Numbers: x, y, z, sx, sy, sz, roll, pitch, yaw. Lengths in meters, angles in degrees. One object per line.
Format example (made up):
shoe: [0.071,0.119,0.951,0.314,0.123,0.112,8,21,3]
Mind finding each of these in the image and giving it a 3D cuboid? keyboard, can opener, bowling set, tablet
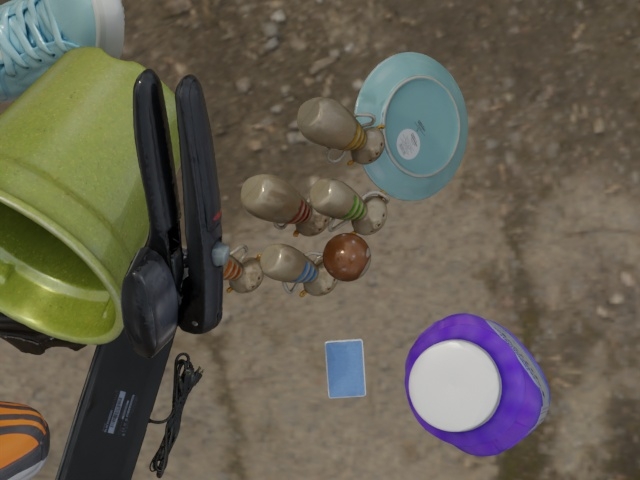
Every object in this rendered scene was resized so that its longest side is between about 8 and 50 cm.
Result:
keyboard: [-0.250,0.232,1.746,0.201,0.033,0.317,26,78,-49]
can opener: [-0.081,-0.016,0.775,0.059,0.073,0.186,9,124,4]
bowling set: [0.000,0.000,1.533,0.287,0.200,0.154,-48,147,13]
tablet: [0.035,0.180,1.857,0.054,0.006,0.083,-4,100,1]

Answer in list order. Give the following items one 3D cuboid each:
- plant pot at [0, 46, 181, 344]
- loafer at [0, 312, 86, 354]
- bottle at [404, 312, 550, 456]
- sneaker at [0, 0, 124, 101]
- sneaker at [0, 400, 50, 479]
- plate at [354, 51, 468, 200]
plant pot: [-0.279,-0.067,1.475,0.276,0.276,0.254,42,57,-20]
loafer: [-0.368,0.111,1.670,0.220,0.080,0.078,11,113,-44]
bottle: [0.126,0.117,1.084,0.092,0.283,0.118,-40,77,6]
sneaker: [-0.359,-0.235,1.612,0.150,0.366,0.135,-22,90,-33]
sneaker: [-0.360,0.112,0.975,0.321,0.124,0.180,-3,108,-21]
plate: [0.122,-0.143,1.667,0.188,0.024,0.188,-3,95,-36]
